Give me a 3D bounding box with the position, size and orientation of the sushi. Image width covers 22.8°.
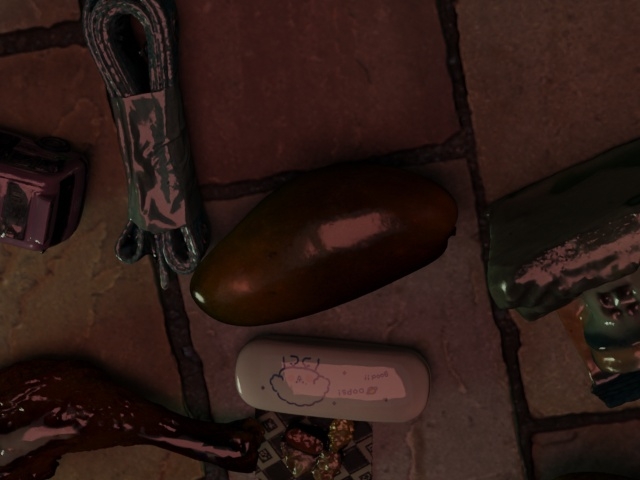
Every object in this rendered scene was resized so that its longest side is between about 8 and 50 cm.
[{"bbox_3d":[-0.010,0.217,1.634,0.126,0.026,0.120,2,111,8],"label":"sushi"}]

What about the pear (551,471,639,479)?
[{"bbox_3d":[0.279,0.316,1.546,0.197,0.197,0.197,3,111,7],"label":"pear"}]

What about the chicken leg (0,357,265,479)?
[{"bbox_3d":[-0.263,0.200,1.631,0.407,0.096,0.158,-6,114,8],"label":"chicken leg"}]

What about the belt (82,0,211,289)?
[{"bbox_3d":[-0.165,-0.103,1.513,0.087,0.072,0.302,-5,108,5],"label":"belt"}]

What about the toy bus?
[{"bbox_3d":[-0.330,-0.058,1.531,0.199,0.108,0.096,15,112,2],"label":"toy bus"}]

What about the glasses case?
[{"bbox_3d":[0.012,0.139,1.587,0.197,0.049,0.076,6,102,7],"label":"glasses case"}]

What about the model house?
[{"bbox_3d":[0.336,0.080,1.453,0.267,0.194,0.325,-25,109,16],"label":"model house"}]

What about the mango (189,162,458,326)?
[{"bbox_3d":[0.000,0.000,1.504,0.267,0.111,0.133,-22,128,12],"label":"mango"}]
